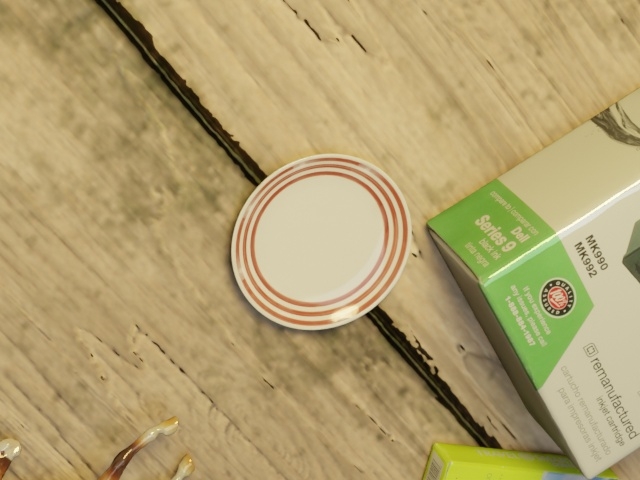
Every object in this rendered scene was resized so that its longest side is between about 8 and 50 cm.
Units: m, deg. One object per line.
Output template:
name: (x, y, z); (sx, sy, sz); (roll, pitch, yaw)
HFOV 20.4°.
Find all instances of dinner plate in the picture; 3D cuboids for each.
dinner plate: (0.000, 0.000, 1.335); (0.141, 0.017, 0.141); (-7, 114, -15)

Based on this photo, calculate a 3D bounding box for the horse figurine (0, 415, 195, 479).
horse figurine: (-0.158, 0.249, 1.360); (0.174, 0.066, 0.263); (-25, 114, -13)

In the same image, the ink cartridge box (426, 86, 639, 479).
ink cartridge box: (0.261, 0.009, 1.361); (0.289, 0.121, 0.211); (-33, 117, -3)

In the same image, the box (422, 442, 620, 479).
box: (0.166, 0.228, 1.464); (0.178, 0.042, 0.109); (9, 109, -20)
